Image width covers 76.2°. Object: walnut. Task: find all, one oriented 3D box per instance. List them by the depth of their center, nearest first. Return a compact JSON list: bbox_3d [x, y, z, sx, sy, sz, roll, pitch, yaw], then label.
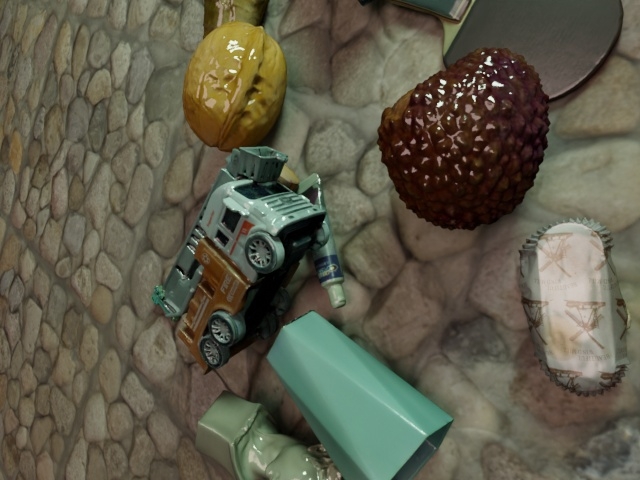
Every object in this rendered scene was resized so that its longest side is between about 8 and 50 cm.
[{"bbox_3d":[-0.137,-0.247,0.664,0.159,0.159,0.207,30,100,31],"label":"walnut"}]

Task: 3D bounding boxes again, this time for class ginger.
[{"bbox_3d":[-0.138,-0.455,0.710,0.109,0.116,0.264,10,88,-7],"label":"ginger"}]

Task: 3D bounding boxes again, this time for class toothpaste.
[{"bbox_3d":[0.000,0.000,0.635,0.061,0.037,0.217,-28,68,33],"label":"toothpaste"}]

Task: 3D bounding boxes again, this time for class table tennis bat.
[{"bbox_3d":[0.208,-0.280,0.519,0.301,0.022,0.174,37,107,28],"label":"table tennis bat"}]

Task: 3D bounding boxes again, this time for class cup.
[{"bbox_3d":[0.035,0.205,0.542,0.235,0.134,0.148,40,136,33],"label":"cup"}]

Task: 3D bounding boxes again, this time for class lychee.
[{"bbox_3d":[0.162,-0.103,0.455,0.188,0.188,0.189,-2,86,33],"label":"lychee"}]

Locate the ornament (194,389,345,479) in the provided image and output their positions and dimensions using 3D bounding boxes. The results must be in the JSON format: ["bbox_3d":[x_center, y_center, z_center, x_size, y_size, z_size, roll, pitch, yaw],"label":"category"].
[{"bbox_3d":[-0.057,0.322,0.600,0.285,0.130,0.121,17,122,33],"label":"ornament"}]

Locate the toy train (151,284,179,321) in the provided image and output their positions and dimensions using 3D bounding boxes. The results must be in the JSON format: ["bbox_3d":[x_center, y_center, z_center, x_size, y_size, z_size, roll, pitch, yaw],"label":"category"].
[{"bbox_3d":[-0.316,0.129,0.840,0.092,0.029,0.045,40,116,27],"label":"toy train"}]

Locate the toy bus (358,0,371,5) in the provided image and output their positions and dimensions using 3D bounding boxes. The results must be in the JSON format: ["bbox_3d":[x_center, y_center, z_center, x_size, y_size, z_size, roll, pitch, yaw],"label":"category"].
[{"bbox_3d":[0.041,-0.451,0.576,0.098,0.114,0.201,-32,63,26],"label":"toy bus"}]

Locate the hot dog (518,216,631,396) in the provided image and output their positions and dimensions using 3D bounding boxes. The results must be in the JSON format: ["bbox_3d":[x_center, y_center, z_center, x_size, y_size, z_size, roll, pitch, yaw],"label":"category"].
[{"bbox_3d":[0.273,0.072,0.442,0.099,0.053,0.192,-11,85,33],"label":"hot dog"}]

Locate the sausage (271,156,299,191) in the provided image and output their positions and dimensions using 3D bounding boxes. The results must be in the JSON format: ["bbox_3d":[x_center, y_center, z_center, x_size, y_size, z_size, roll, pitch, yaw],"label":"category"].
[{"bbox_3d":[-0.128,-0.030,0.696,0.234,0.071,0.071,-51,63,22],"label":"sausage"}]

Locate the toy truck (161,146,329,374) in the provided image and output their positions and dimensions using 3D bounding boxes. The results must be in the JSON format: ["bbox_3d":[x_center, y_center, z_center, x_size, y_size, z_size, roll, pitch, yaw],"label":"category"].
[{"bbox_3d":[-0.124,0.025,0.608,0.184,0.132,0.339,40,121,17],"label":"toy truck"}]
